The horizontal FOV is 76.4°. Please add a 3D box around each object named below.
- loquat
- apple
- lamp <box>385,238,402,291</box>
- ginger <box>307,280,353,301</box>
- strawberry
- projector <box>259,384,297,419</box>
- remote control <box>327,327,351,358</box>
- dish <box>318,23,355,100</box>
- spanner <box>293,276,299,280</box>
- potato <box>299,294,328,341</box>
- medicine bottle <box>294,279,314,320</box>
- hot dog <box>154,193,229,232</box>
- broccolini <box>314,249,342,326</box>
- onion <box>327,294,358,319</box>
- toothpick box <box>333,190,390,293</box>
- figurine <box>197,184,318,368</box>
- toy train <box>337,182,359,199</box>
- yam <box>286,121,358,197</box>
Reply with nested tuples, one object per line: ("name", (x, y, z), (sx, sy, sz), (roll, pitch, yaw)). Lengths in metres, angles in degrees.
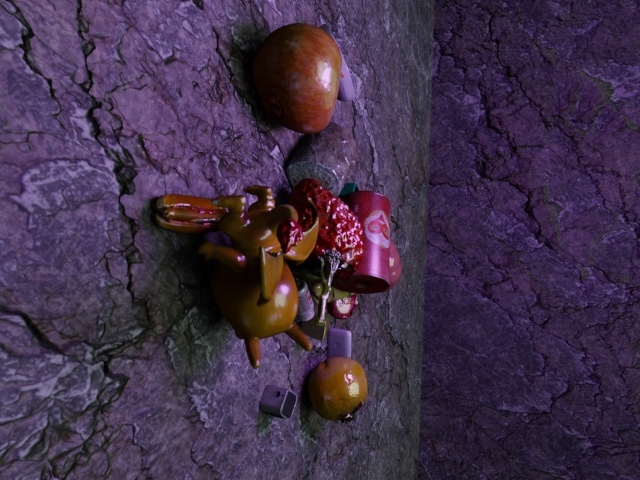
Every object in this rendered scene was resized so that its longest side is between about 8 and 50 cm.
("loquat", (0.068, 0.563, 1.535), (0.244, 0.244, 0.243), (-8, 99, -62))
("apple", (-0.069, -0.478, 1.214), (0.277, 0.250, 0.309), (-77, 176, -51))
("lamp", (0.213, 0.087, 1.769), (0.305, 0.240, 0.305), (157, -90, -80))
("ginger", (0.063, 0.179, 1.573), (0.295, 0.131, 0.086), (0, 114, -51))
("strawberry", (0.005, -0.016, 1.310), (0.291, 0.292, 0.309), (50, 51, -52))
("projector", (-0.134, 0.518, 1.303), (0.083, 0.082, 0.083), (59, 41, -46))
("remote control", (0.076, 0.493, 1.682), (0.034, 0.103, 0.250), (-5, 95, -60))
("dish", (0.012, -0.611, 1.460), (0.273, 0.134, 0.273), (-24, 90, -85))
("spanner", (-0.064, 0.199, 1.486), (0.054, 0.015, 0.254), (-49, 134, -48))
("potato", (0.004, 0.287, 1.475), (0.081, 0.120, 0.149), (21, 85, -48))
("medicine bottle", (-0.068, 0.210, 1.409), (0.079, 0.079, 0.140), (-57, 139, -45))
("hot dog", (-0.295, -0.063, 0.979), (0.236, 0.062, 0.092), (-7, 94, -63))
("broccolini", (0.009, 0.116, 1.061), (0.058, 0.067, 0.216), (76, 22, -50))
("onion", (0.070, 0.259, 1.670), (0.150, 0.140, 0.150), (11, 61, -21))
("toothpick box", (0.156, 0.009, 1.500), (0.204, 0.204, 0.333), (48, 41, -53))
("figurine", (-0.147, 0.076, 0.986), (0.401, 0.268, 0.386), (-78, 169, -70))
("toy train", (0.102, -0.161, 1.649), (0.227, 0.136, 0.091), (56, 44, -46))
("yam", (0.021, -0.277, 1.443), (0.271, 0.202, 0.202), (-71, 149, -42))
